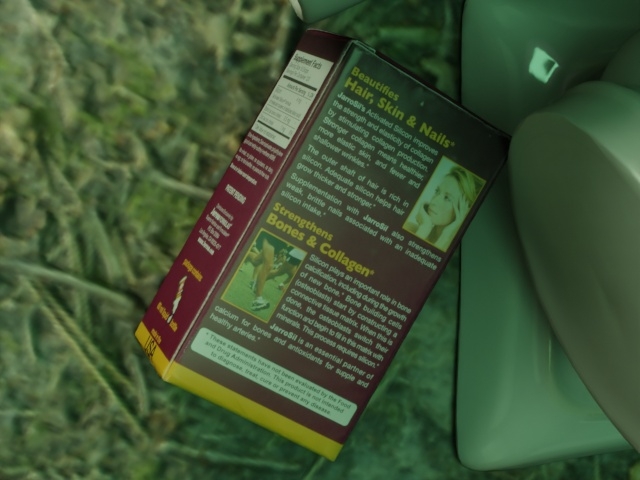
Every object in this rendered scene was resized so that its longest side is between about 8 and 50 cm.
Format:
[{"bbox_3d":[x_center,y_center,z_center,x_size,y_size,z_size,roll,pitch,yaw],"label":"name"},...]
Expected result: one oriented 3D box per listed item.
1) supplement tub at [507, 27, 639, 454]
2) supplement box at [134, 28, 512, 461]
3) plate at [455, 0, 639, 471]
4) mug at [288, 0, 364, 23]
[{"bbox_3d":[0.272,-0.034,0.704,0.316,0.228,0.228,-25,109,-12],"label":"supplement tub"},{"bbox_3d":[0.000,0.000,0.748,0.104,0.081,0.188,29,92,-22],"label":"supplement box"},{"bbox_3d":[0.213,-0.006,0.838,0.277,0.045,0.278,-4,104,-18],"label":"plate"},{"bbox_3d":[0.093,-0.257,0.617,0.328,0.276,0.374,-26,150,1],"label":"mug"}]
